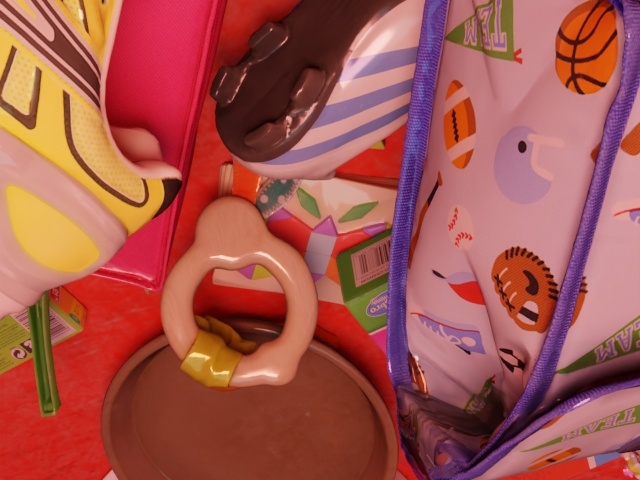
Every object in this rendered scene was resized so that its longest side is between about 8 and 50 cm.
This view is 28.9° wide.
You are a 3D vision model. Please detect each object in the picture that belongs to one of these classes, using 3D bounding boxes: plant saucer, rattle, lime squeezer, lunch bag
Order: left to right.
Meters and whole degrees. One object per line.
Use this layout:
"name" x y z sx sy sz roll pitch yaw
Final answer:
"lime squeezer" -0.263 -0.017 1.003 0.058 0.110 0.310 -6 114 29
"rattle" -0.061 0.022 1.025 0.130 0.200 0.143 -4 172 11
"plant saucer" -0.065 0.180 1.155 0.277 0.041 0.278 4 122 6
"lunch bag" 0.229 -0.012 0.814 0.327 0.239 0.386 -6 124 -25

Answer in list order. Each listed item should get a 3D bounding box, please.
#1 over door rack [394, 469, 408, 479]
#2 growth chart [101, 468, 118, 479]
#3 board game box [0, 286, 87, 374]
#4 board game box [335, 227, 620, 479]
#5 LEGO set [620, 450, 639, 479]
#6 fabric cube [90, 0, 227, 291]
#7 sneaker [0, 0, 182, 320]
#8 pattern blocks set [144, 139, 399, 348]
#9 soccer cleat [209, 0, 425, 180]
"over door rack" 0.011 0.421 1.270 0.108 0.239 0.324 27 126 -17
"growth chart" -0.121 0.294 1.274 0.172 0.021 0.237 -37 104 30
"board game box" -0.334 0.016 1.074 0.124 0.039 0.259 -27 127 21
"board game box" 0.196 0.079 1.074 0.242 0.064 0.316 -28 127 16
"LEGO set" 0.331 0.144 1.030 0.287 0.107 0.132 7 128 -12
"fabric cube" -0.185 -0.163 0.777 0.259 0.258 0.254 12 128 -9
"sneaker" -0.176 -0.143 0.565 0.147 0.145 0.385 -26 128 -18
"pattern blocks set" 0.000 0.000 1.059 0.324 0.026 0.285 -1 130 2
"soccer cleat" 0.064 -0.168 0.880 0.331 0.116 0.143 -42 152 19
